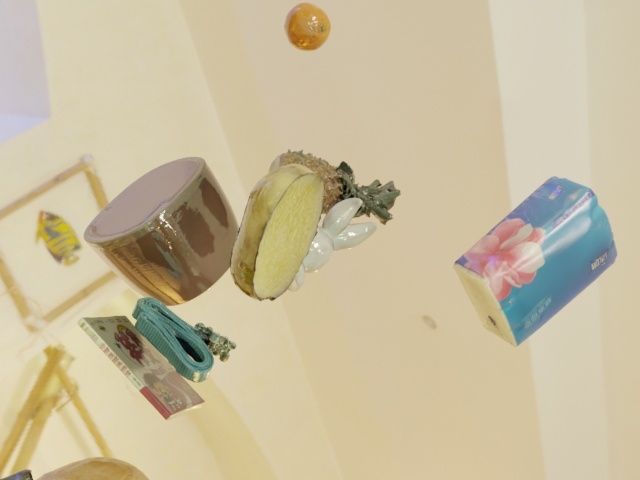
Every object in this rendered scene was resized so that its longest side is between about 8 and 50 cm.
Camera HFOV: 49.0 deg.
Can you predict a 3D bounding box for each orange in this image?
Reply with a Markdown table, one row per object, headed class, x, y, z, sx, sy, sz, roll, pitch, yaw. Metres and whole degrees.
| class | x | y | z | sx | sy | sz | roll | pitch | yaw |
| --- | --- | --- | --- | --- | --- | --- | --- | --- | --- |
| orange | -0.023 | -0.371 | 1.223 | 0.083 | 0.083 | 0.084 | 29 | -40 | 27 |

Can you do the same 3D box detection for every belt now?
| class | x | y | z | sx | sy | sz | roll | pitch | yaw |
| --- | --- | --- | --- | --- | --- | --- | --- | --- | --- |
| belt | -0.245 | 0.162 | 1.222 | 0.179 | 0.100 | 0.065 | 42 | -47 | 8 |

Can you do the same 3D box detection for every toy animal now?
| class | x | y | z | sx | sy | sz | roll | pitch | yaw |
| --- | --- | --- | --- | --- | --- | --- | --- | --- | --- |
| toy animal | -0.003 | 0.000 | 1.423 | 0.130 | 0.220 | 0.104 | 6 | -53 | 61 |

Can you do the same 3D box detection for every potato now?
| class | x | y | z | sx | sy | sz | roll | pitch | yaw |
| --- | --- | --- | --- | --- | --- | --- | --- | --- | --- |
| potato | -0.071 | -0.017 | 1.000 | 0.081 | 0.164 | 0.201 | 26 | -80 | 24 |

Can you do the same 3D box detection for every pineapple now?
| class | x | y | z | sx | sy | sz | roll | pitch | yaw |
| --- | --- | --- | --- | --- | --- | --- | --- | --- | --- |
| pineapple | 0.034 | -0.116 | 1.566 | 0.141 | 0.309 | 0.170 | -55 | -142 | 41 |

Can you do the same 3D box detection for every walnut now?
| class | x | y | z | sx | sy | sz | roll | pitch | yaw |
| --- | --- | --- | --- | --- | --- | --- | --- | --- | --- |
| walnut | -0.297 | 0.359 | 0.886 | 0.165 | 0.165 | 0.197 | 40 | 3 | 13 |

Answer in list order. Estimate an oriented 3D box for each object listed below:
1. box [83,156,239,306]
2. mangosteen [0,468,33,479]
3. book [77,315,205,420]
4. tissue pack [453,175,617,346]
| class | x | y | z | sx | sy | sz | roll | pitch | yaw |
| --- | --- | --- | --- | --- | --- | --- | --- | --- | --- |
| box | -0.322 | -0.011 | 1.508 | 0.300 | 0.301 | 0.216 | 1 | -50 | 47 |
| mangosteen | -0.561 | 0.403 | 1.014 | 0.231 | 0.289 | 0.231 | 48 | -21 | 26 |
| book | -0.314 | 0.220 | 1.247 | 0.232 | 0.022 | 0.162 | 45 | 3 | 12 |
| tissue pack | 0.403 | 0.043 | 1.296 | 0.137 | 0.269 | 0.209 | 37 | -17 | 53 |
